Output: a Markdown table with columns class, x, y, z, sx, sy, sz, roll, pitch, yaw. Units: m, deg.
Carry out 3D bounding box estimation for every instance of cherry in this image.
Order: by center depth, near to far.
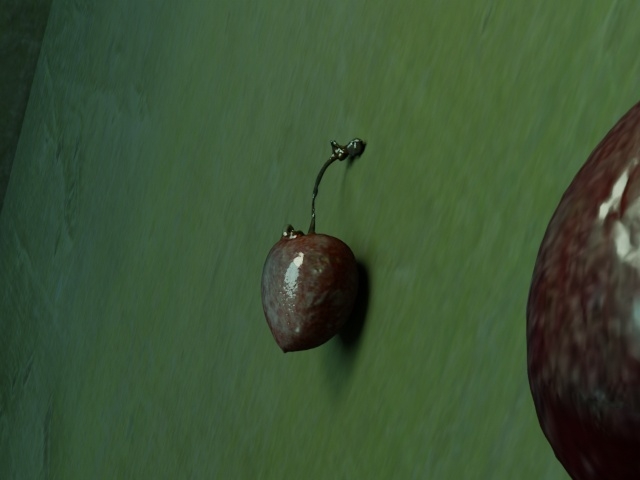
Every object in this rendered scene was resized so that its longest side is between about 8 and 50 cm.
| class | x | y | z | sx | sy | sz | roll | pitch | yaw |
| --- | --- | --- | --- | --- | --- | --- | --- | --- | --- |
| cherry | 0.212 | 0.026 | 0.759 | 0.230 | 0.203 | 0.300 | 131 | 157 | -56 |
| cherry | 0.000 | 0.000 | 1.471 | 0.107 | 0.090 | 0.225 | 134 | 151 | -74 |
